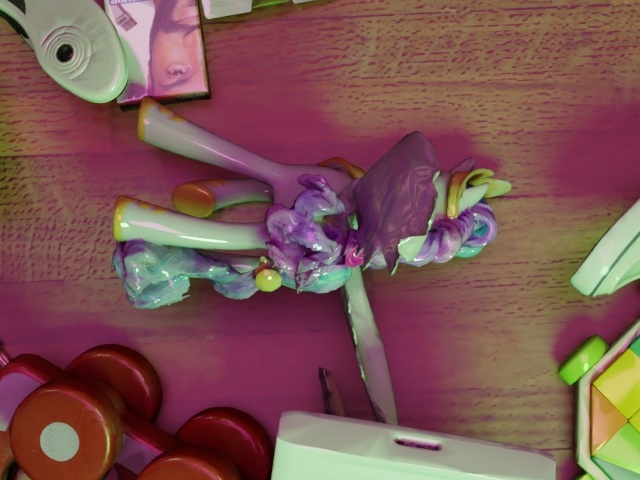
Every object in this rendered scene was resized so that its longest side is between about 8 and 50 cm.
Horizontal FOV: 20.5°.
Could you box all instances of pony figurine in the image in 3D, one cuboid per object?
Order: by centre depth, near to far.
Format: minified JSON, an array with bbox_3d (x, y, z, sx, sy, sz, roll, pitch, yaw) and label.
[{"bbox_3d":[0.000,0.000,1.599,0.364,0.351,0.302,7,122,-2],"label":"pony figurine"}]

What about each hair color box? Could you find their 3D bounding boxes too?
[{"bbox_3d":[-0.163,-0.218,1.739,0.093,0.053,0.167,-8,86,-1],"label":"hair color box"}]

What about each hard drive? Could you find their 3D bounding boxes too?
[{"bbox_3d":[0.062,0.301,1.577,0.233,0.353,0.047,9,41,1],"label":"hard drive"}]

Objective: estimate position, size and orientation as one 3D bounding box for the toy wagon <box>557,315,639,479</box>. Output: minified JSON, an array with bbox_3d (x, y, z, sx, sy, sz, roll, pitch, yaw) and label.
[{"bbox_3d":[0.352,0.188,1.693,0.344,0.068,0.267,-44,86,-3],"label":"toy wagon"}]

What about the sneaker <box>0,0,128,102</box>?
[{"bbox_3d":[-0.237,-0.200,1.697,0.079,0.121,0.217,-46,67,4],"label":"sneaker"}]

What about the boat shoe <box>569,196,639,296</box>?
[{"bbox_3d":[0.342,-0.011,1.656,0.267,0.096,0.088,-33,72,-37],"label":"boat shoe"}]

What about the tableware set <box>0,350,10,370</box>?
[{"bbox_3d":[-0.382,0.116,1.727,0.169,0.020,0.141,-33,86,-3],"label":"tableware set"}]

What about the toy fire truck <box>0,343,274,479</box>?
[{"bbox_3d":[-0.200,0.255,1.656,0.302,0.169,0.254,29,104,4],"label":"toy fire truck"}]

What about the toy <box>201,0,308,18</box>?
[{"bbox_3d":[-0.074,-0.344,1.745,0.137,0.056,0.237,-12,91,-13],"label":"toy"}]

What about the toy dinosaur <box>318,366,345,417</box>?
[{"bbox_3d":[0.011,0.265,1.681,0.118,0.064,0.268,18,94,-13],"label":"toy dinosaur"}]
